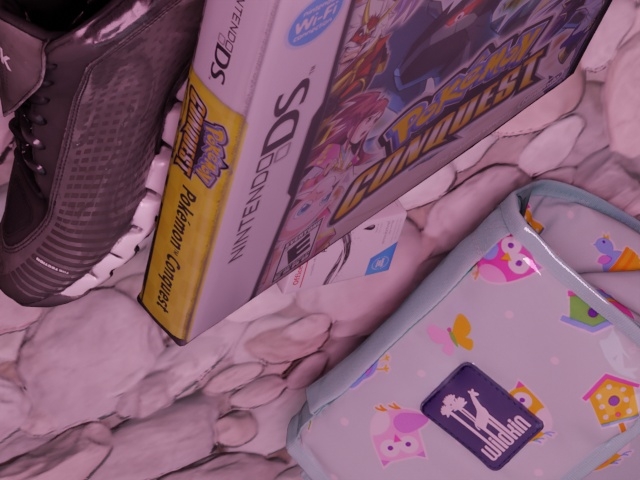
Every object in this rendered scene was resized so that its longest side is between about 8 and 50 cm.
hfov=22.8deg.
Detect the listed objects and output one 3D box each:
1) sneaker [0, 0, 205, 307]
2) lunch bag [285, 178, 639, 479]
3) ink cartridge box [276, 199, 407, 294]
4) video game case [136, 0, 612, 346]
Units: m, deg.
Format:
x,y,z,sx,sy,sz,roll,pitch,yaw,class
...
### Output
x,y,z,sx,sy,sz,roll,pitch,yaw,class
-0.096,-0.066,0.632,0.106,0.078,0.234,10,131,-38,sneaker
0.136,0.093,0.967,0.262,0.160,0.223,22,124,-37,lunch bag
0.000,0.000,0.854,0.083,0.028,0.048,-13,142,-24,ink cartridge box
0.051,-0.094,0.660,0.275,0.035,0.248,-34,161,-30,video game case
